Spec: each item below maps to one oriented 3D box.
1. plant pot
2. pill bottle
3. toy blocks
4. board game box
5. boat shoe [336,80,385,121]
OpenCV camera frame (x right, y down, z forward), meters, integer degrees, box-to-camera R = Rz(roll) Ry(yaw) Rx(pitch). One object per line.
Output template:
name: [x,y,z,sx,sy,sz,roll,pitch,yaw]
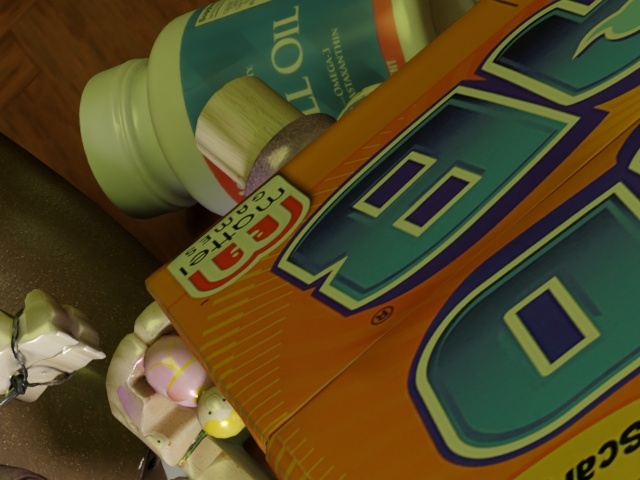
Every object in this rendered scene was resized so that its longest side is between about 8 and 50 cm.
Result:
plant pot: [-0.159,0.063,1.110,0.230,0.215,0.215,25,81,23]
pill bottle: [-0.019,-0.082,1.124,0.221,0.124,0.124,-18,59,25]
toy blocks: [0.020,0.124,0.881,0.260,0.309,0.288,40,91,30]
board game box: [0.219,0.071,0.635,0.356,0.356,0.356,-40,22,-3]
boat shoe: [0.000,0.000,1.056,0.066,0.066,0.183,-65,-1,-54]
